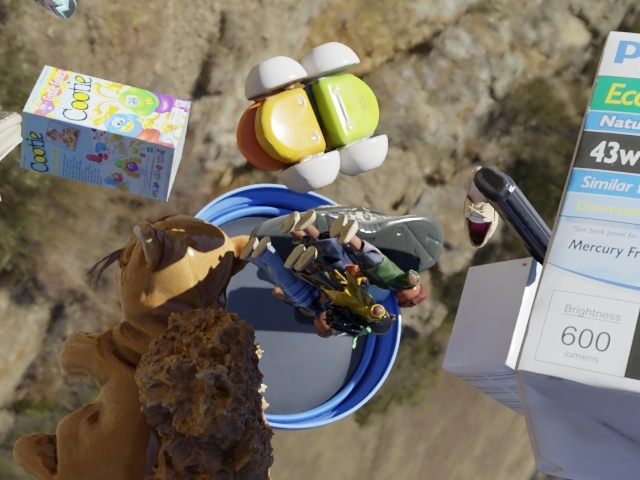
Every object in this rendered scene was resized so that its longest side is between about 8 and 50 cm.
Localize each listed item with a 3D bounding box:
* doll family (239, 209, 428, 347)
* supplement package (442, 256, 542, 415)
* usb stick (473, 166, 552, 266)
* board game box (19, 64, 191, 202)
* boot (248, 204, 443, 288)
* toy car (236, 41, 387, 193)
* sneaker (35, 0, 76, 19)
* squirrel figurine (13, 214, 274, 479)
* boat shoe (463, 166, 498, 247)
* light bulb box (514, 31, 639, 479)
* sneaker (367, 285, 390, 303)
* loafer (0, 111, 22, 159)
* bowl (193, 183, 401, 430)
[{"bbox_3d":[0.012,0.036,0.968,0.076,0.111,0.193,-53,-155,-9],"label":"doll family"},{"bbox_3d":[0.341,0.163,1.951,0.203,0.149,0.194,33,64,-30],"label":"supplement package"},{"bbox_3d":[0.305,-0.027,1.765,0.045,0.077,0.278,-46,141,3],"label":"usb stick"},{"bbox_3d":[-0.393,-0.195,2.157,0.142,0.275,0.144,-80,-174,-45],"label":"board game box"},{"bbox_3d":[0.001,0.002,1.375,0.236,0.178,0.085,-3,96,-27],"label":"boot"},{"bbox_3d":[-0.019,-0.139,1.406,0.182,0.159,0.136,-22,-179,-35],"label":"toy car"},{"bbox_3d":[-0.361,-0.331,1.524,0.038,0.069,0.098,-56,160,-27],"label":"sneaker"},{"bbox_3d":[-0.170,0.161,1.492,0.281,0.397,0.370,13,93,-35],"label":"squirrel figurine"},{"bbox_3d":[0.270,-0.051,1.976,0.170,0.063,0.059,78,31,-49],"label":"boat shoe"},{"bbox_3d":[0.389,0.037,1.017,0.225,0.358,0.361,67,38,-55],"label":"light bulb box"},{"bbox_3d":[0.051,0.044,1.860,0.063,0.162,0.073,-54,-160,-17],"label":"sneaker"},{"bbox_3d":[-0.485,-0.097,1.574,0.268,0.102,0.092,-54,143,-55],"label":"loafer"},{"bbox_3d":[-0.065,0.106,1.842,0.391,0.391,0.077,-48,-176,-28],"label":"bowl"}]
